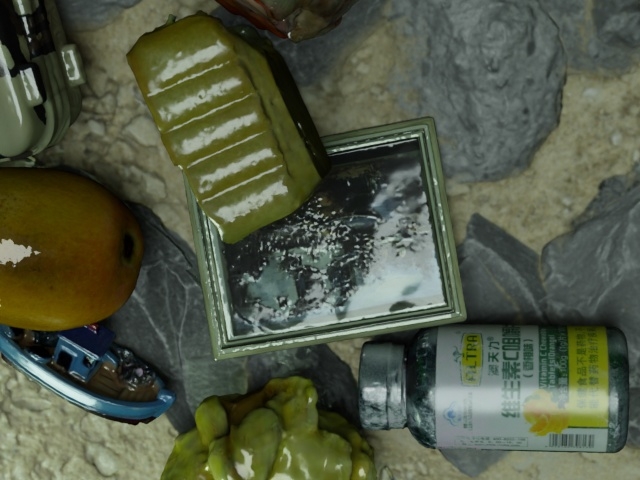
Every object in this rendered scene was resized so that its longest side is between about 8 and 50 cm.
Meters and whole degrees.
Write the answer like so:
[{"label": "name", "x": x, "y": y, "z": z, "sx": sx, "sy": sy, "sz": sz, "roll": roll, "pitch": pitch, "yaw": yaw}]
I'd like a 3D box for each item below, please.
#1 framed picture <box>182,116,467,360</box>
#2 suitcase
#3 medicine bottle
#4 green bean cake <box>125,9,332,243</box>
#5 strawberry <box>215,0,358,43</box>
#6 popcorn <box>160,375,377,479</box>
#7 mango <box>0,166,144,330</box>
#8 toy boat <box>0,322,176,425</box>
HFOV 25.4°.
[{"label": "framed picture", "x": 0.000, "y": 0.000, "z": 1.577, "sx": 0.296, "sy": 0.019, "sz": 0.232, "roll": -10, "pitch": 89, "yaw": 11}, {"label": "suitcase", "x": -0.445, "y": -0.241, "z": 1.507, "sx": 0.339, "sy": 0.194, "sz": 0.352, "roll": -9, "pitch": 105, "yaw": 18}, {"label": "medicine bottle", "x": 0.190, "y": 0.163, "z": 1.576, "sx": 0.293, "sy": 0.141, "sz": 0.141, "roll": 0, "pitch": 108, "yaw": 9}, {"label": "green bean cake", "x": -0.086, "y": -0.127, "z": 1.457, "sx": 0.124, "sy": 0.236, "sz": 0.233, "roll": -25, "pitch": 95, "yaw": 7}, {"label": "strawberry", "x": -0.108, "y": -0.331, "z": 1.417, "sx": 0.336, "sy": 0.265, "sz": 0.149, "roll": 32, "pitch": 93, "yaw": 21}, {"label": "popcorn", "x": -0.061, "y": 0.279, "z": 1.632, "sx": 0.256, "sy": 0.195, "sz": 0.255, "roll": -1, "pitch": 118, "yaw": 9}, {"label": "mango", "x": -0.352, "y": 0.007, "z": 1.555, "sx": 0.317, "sy": 0.211, "sz": 0.173, "roll": 3, "pitch": 74, "yaw": -9}, {"label": "toy boat", "x": -0.269, "y": 0.137, "z": 1.653, "sx": 0.223, "sy": 0.100, "sz": 0.097, "roll": 28, "pitch": 127, "yaw": 0}]
